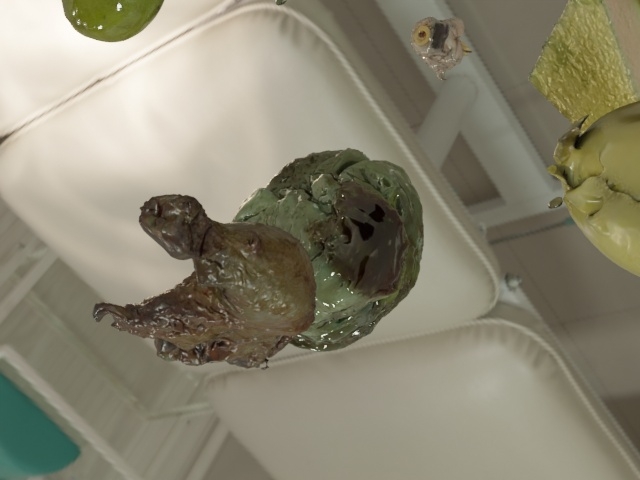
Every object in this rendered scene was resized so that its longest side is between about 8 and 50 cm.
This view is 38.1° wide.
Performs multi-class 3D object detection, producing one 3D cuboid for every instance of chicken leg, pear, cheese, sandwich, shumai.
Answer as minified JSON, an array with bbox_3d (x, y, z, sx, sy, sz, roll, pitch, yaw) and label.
[{"bbox_3d":[-0.093,0.042,0.783,0.177,0.083,0.322,4,155,-22],"label":"chicken leg"},{"bbox_3d":[-0.421,-0.520,1.887,0.212,0.212,0.269,43,133,-14],"label":"pear"},{"bbox_3d":[0.310,-0.040,0.621,0.315,0.259,0.128,-2,104,-7],"label":"cheese"},{"bbox_3d":[0.310,-0.180,0.967,0.162,0.058,0.193,50,160,19],"label":"sandwich"},{"bbox_3d":[0.000,0.000,1.304,0.304,0.309,0.263,7,173,2],"label":"shumai"}]

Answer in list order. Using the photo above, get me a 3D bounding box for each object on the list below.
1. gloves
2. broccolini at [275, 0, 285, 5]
[{"bbox_3d":[0.239,-0.403,1.890,0.094,0.110,0.144,4,160,35],"label":"gloves"},{"bbox_3d":[-0.050,-0.438,1.550,0.068,0.091,0.202,37,162,-20],"label":"broccolini"}]
